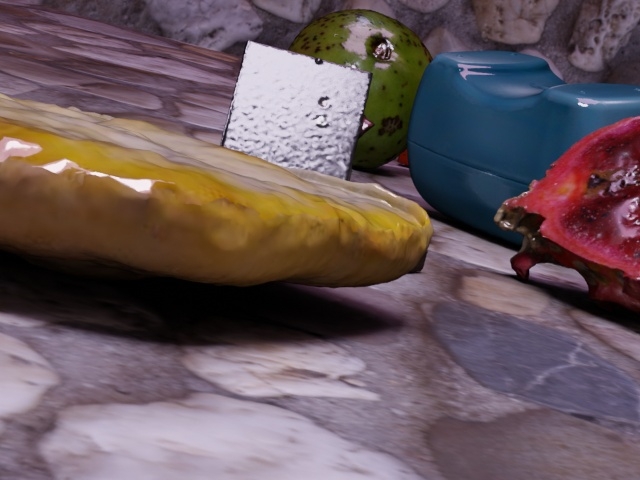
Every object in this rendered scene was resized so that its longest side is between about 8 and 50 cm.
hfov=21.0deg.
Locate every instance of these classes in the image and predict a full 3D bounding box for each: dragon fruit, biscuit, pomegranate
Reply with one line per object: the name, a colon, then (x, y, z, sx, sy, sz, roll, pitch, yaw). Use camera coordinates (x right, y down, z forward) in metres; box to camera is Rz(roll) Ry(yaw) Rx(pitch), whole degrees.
dragon fruit: (0.276, -0.006, 1.644, 0.211, 0.134, 0.262, 3, 41, 17)
biscuit: (-0.167, -0.036, 1.227, 0.429, 0.104, 0.446, 17, 7, 21)
pomegranate: (0.038, -0.186, 2.265, 0.214, 0.214, 0.248, 12, -25, -15)

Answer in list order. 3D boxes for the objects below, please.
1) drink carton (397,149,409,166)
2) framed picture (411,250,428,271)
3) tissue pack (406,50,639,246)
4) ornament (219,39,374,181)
drink carton: (0.169, -0.154, 2.504, 0.071, 0.096, 0.223, 16, 8, 8)
framed picture: (0.000, 0.000, 1.514, 0.128, 0.023, 0.168, 20, 11, 30)
tissue pack: (0.237, -0.089, 1.915, 0.198, 0.206, 0.287, -6, 19, -41)
ornament: (-0.033, -0.117, 2.043, 0.166, 0.153, 0.196, 15, -15, -4)
